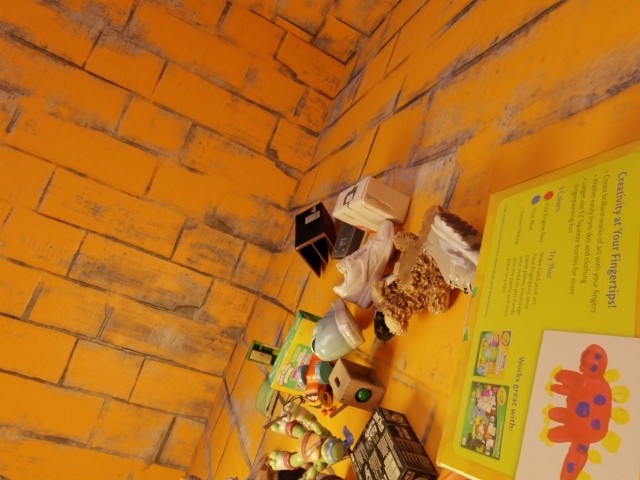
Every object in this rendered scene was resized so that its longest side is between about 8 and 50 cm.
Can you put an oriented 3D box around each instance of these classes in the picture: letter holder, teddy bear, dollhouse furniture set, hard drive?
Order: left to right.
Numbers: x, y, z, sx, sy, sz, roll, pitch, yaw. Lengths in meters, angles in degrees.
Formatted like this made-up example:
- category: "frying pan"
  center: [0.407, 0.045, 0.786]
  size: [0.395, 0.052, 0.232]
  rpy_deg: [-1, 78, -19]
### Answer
- category: "dollhouse furniture set"
  center: [-0.269, 0.621, 1.831]
  size: [0.197, 0.151, 0.301]
  rpy_deg: [-25, 45, 66]
- category: "letter holder"
  center: [0.000, 0.000, 1.877]
  size: [0.152, 0.214, 0.302]
  rpy_deg: [-28, 28, 13]
- category: "hard drive"
  center: [0.127, -0.040, 1.648]
  size: [0.172, 0.054, 0.254]
  rpy_deg: [-13, 55, 70]
- category: "teddy bear"
  center: [0.247, 0.079, 1.004]
  size: [0.338, 0.113, 0.245]
  rpy_deg: [-66, 26, 8]

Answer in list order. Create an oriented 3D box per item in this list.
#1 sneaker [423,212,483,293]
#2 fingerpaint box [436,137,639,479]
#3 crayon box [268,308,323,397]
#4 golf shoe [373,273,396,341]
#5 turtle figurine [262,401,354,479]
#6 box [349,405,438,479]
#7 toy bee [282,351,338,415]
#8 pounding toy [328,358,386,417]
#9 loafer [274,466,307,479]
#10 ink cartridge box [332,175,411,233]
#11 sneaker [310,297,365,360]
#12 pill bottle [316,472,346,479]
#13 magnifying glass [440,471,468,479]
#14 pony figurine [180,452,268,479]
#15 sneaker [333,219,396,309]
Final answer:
- category: "sneaker"
  center: [0.308, 0.066, 0.804]
  size: [0.281, 0.105, 0.115]
  rpy_deg: [61, 140, 45]
- category: "fingerpaint box"
  center: [0.368, 0.110, 0.491]
  size: [0.371, 0.163, 0.444]
  rpy_deg: [-26, 41, 63]
- category: "crayon box"
  center: [-0.052, 0.403, 1.424]
  size: [0.278, 0.165, 0.081]
  rpy_deg: [-65, 17, 6]
- category: "golf shoe"
  center: [0.187, 0.196, 1.146]
  size: [0.094, 0.077, 0.198]
  rpy_deg: [110, 178, -61]
- category: "turtle figurine"
  center: [-0.082, 0.508, 0.988]
  size: [0.275, 0.197, 0.266]
  rpy_deg: [-24, -8, -31]
- category: "box"
  center: [0.147, 0.476, 0.861]
  size: [0.147, 0.078, 0.180]
  rpy_deg: [-65, 17, 9]
- category: "toy bee"
  center: [-0.009, 0.458, 1.270]
  size: [0.195, 0.162, 0.298]
  rpy_deg: [-10, 26, 50]
- category: "pounding toy"
  center: [0.084, 0.398, 1.068]
  size: [0.100, 0.130, 0.141]
  rpy_deg: [-65, 17, 7]
- category: "loafer"
  center: [-0.059, 0.769, 1.080]
  size: [0.366, 0.134, 0.130]
  rpy_deg: [-125, 35, -82]
- category: "ink cartridge box"
  center: [0.172, -0.116, 1.401]
  size: [0.237, 0.172, 0.100]
  rpy_deg: [-20, 48, 68]
- category: "sneaker"
  center: [0.034, 0.263, 1.192]
  size: [0.150, 0.135, 0.366]
  rpy_deg: [-31, -7, 0]
- category: "pill bottle"
  center: [0.038, 0.618, 0.935]
  size: [0.221, 0.121, 0.121]
  rpy_deg: [-34, 37, 63]
- category: "magnifying glass"
  center: [0.186, 0.490, 0.738]
  size: [0.231, 0.092, 0.026]
  rpy_deg: [-52, -8, 12]
- category: "pony figurine"
  center: [-0.295, 0.880, 1.352]
  size: [0.351, 0.364, 0.302]
  rpy_deg: [112, 167, -67]
- category: "sneaker"
  center: [0.142, 0.055, 1.267]
  size: [0.114, 0.152, 0.305]
  rpy_deg: [98, -164, -67]
